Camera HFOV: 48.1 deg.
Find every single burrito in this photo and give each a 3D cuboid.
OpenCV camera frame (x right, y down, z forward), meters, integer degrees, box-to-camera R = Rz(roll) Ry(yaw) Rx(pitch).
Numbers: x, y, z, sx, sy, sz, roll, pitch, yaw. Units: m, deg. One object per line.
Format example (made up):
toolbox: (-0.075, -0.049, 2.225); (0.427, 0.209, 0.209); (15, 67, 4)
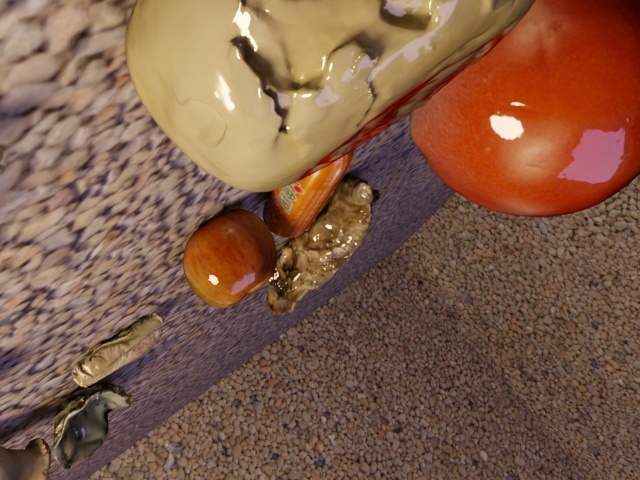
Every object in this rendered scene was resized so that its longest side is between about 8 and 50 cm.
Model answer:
burrito: (-0.295, 0.162, 1.054); (0.149, 0.041, 0.055); (-34, 157, -34)

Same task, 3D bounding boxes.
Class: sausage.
sausage: (-0.014, -0.081, 0.899); (0.071, 0.071, 0.234); (-35, 170, -29)

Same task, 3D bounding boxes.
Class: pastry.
pastry: (0.013, -0.131, 0.424); (0.264, 0.133, 0.265); (-34, 179, 0)

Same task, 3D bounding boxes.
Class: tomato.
tomato: (0.255, -0.177, 0.861); (0.321, 0.321, 0.321); (-38, 172, -7)

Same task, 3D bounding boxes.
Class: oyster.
oyster: (-0.384, 0.292, 1.207); (0.252, 0.087, 0.199); (-65, 179, -65)
oyster: (0.016, -0.021, 1.326); (0.396, 0.111, 0.204); (-48, -174, 42)

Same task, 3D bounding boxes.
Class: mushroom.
mushroom: (-0.464, 0.342, 1.020); (0.116, 0.093, 0.225); (-61, 157, -7)

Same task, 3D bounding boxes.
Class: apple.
apple: (-0.112, 0.023, 0.906); (0.126, 0.102, 0.126); (-39, 172, -6)

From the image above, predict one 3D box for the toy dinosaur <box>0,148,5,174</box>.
toy dinosaur: (-0.291, 0.042, 0.406); (0.242, 0.053, 0.167); (-33, 168, -35)
